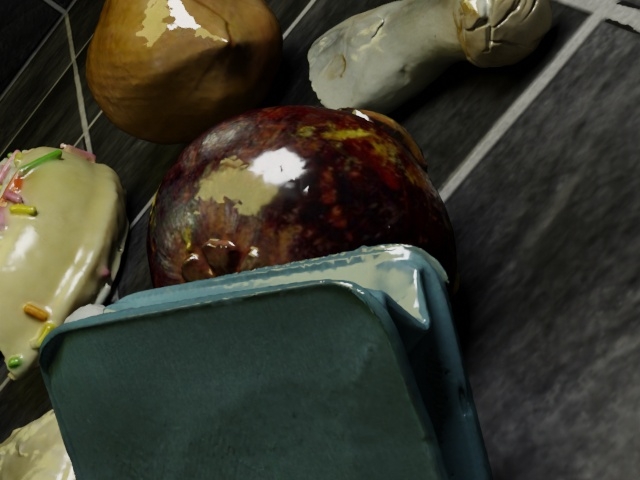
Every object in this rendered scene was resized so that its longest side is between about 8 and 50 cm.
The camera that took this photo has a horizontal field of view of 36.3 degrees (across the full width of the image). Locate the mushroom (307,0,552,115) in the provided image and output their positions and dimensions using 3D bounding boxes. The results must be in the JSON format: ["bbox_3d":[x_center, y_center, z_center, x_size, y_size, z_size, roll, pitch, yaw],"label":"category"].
[{"bbox_3d":[0.082,-0.154,0.750,0.223,0.081,0.092,-12,31,50],"label":"mushroom"}]

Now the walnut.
[{"bbox_3d":[-0.143,-0.199,1.047,0.203,0.203,0.298,-58,29,-8],"label":"walnut"}]

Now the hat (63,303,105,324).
[{"bbox_3d":[-0.115,0.110,0.668,0.112,0.162,0.094,-23,37,39],"label":"hat"}]

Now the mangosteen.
[{"bbox_3d":[0.000,0.000,0.617,0.192,0.192,0.217,-33,3,35],"label":"mangosteen"}]

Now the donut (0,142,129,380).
[{"bbox_3d":[-0.367,0.023,1.181,0.371,0.150,0.307,-13,48,53],"label":"donut"}]

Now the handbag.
[{"bbox_3d":[-0.032,0.106,0.500,0.229,0.179,0.062,-10,8,32],"label":"handbag"}]

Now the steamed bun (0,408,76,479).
[{"bbox_3d":[-0.244,0.220,0.808,0.212,0.110,0.231,-19,40,49],"label":"steamed bun"}]
